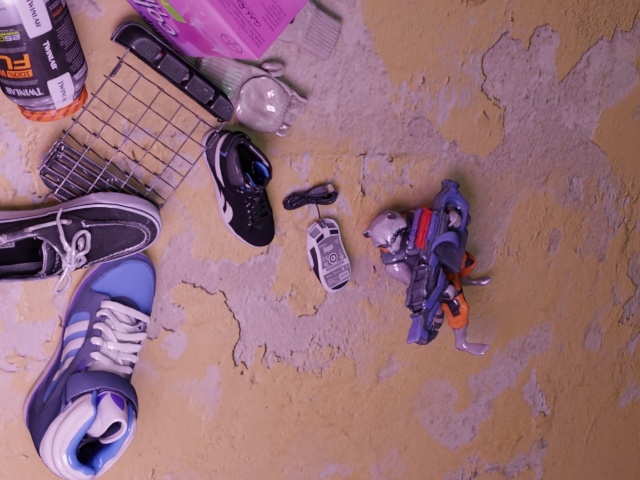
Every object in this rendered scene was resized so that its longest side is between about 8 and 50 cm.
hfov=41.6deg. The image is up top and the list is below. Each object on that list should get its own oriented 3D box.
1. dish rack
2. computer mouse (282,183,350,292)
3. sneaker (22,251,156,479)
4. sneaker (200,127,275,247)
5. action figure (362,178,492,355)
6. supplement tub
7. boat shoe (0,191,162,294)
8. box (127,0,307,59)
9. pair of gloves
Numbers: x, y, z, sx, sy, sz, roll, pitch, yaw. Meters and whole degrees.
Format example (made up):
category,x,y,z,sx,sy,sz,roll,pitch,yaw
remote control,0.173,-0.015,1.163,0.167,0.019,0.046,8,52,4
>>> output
category,x,y,z,sx,sy,sz,roll,pitch,yaw
dish rack,-0.267,-0.149,1.214,0.208,0.074,0.271,36,90,-34
computer mouse,0.000,0.000,1.466,0.106,0.042,0.192,-24,109,-33
sneaker,-0.289,0.179,1.183,0.130,0.236,0.322,33,83,-36
sneaker,-0.110,-0.069,1.318,0.079,0.121,0.216,-36,120,-22
action figure,0.190,0.079,1.541,0.330,0.179,0.341,47,49,-29
supplement tub,-0.368,-0.253,1.073,0.117,0.117,0.190,-33,138,-24
boat shoe,-0.359,0.007,1.138,0.307,0.105,0.113,-2,125,-27
box,-0.174,-0.359,1.124,0.117,0.243,0.213,-52,125,-13
pair of gloves,-0.077,-0.293,1.335,0.204,0.042,0.240,30,85,-37
